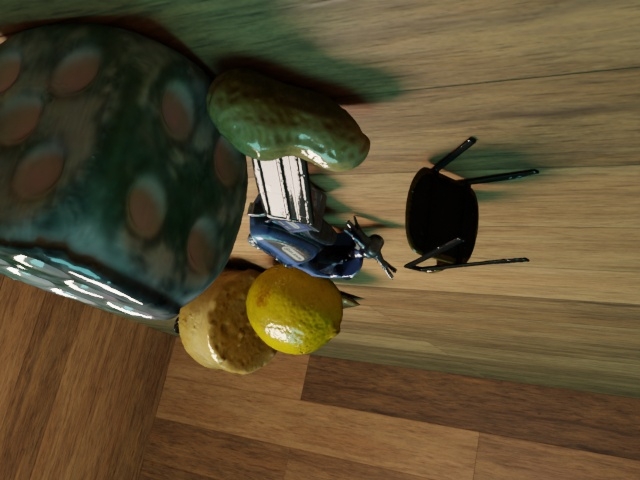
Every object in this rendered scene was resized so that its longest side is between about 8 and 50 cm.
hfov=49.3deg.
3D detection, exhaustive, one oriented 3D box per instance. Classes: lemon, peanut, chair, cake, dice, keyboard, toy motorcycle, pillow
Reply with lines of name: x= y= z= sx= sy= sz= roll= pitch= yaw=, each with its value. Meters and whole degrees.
lemon: x=-0.071 y=0.185 z=1.910 sx=0.267 sy=0.267 sz=0.267 roll=11 pitch=164 yaw=3
peanut: x=-0.045 y=-0.158 z=0.966 sx=0.237 sy=0.120 sz=0.110 roll=21 pitch=124 yaw=-8
chair: x=0.213 y=-0.034 z=1.127 sx=0.172 sy=0.158 sz=0.247 roll=19 pitch=162 yaw=-28
cake: x=-0.313 y=0.233 z=2.142 sx=0.321 sy=0.332 sz=0.332 roll=4 pitch=162 yaw=46
dice: x=-0.325 y=-0.085 z=1.018 sx=0.331 sy=0.348 sz=0.328 roll=3 pitch=160 yaw=25
keyboard: x=-0.061 y=-0.081 z=1.201 sx=0.104 sy=0.041 sz=0.381 roll=10 pitch=139 yaw=11
toy motorcycle: x=0.000 y=0.000 z=1.455 sx=0.213 sy=0.125 sz=0.358 roll=-6 pitch=153 yaw=37
pillow: x=0.031 y=0.195 z=2.242 sx=0.113 sy=0.038 sz=0.203 roll=24 pitch=160 yaw=-25
